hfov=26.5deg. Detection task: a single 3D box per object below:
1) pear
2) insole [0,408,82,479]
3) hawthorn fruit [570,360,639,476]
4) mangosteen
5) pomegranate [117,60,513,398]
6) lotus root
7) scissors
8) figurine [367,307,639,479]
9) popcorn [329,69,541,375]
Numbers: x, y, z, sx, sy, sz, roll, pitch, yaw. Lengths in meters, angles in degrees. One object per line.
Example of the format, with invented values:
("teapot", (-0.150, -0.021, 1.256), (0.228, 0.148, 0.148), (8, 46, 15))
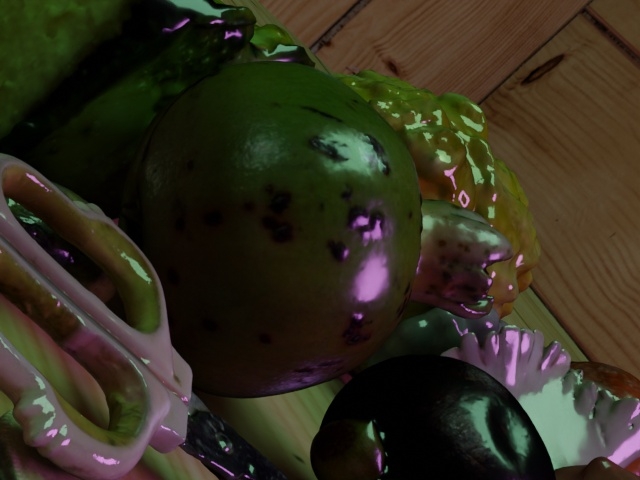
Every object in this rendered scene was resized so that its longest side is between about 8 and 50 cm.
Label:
("pear", (-0.138, -0.138, 0.841), (0.255, 0.164, 0.238), (51, 12, 28))
("insole", (-0.044, 0.158, 0.492), (0.248, 0.011, 0.081), (50, 9, 16))
("hawthorn fruit", (0.209, 0.181, 1.067), (0.173, 0.173, 0.173), (46, 10, -10))
("mangosteen", (0.047, 0.132, 0.718), (0.151, 0.137, 0.137), (-20, 63, -43))
("pomegranate", (-0.013, 0.000, 0.726), (0.210, 0.179, 0.179), (19, 29, -49))
("lotus root", (-0.131, -0.001, 0.632), (0.099, 0.049, 0.054), (37, 44, -47))
("scissors", (-0.062, 0.075, 0.586), (0.317, 0.024, 0.160), (47, 21, -26))
("figurine", (0.159, 0.196, 0.861), (0.207, 0.166, 0.387), (-1, 41, -31))
("popcorn", (0.044, -0.002, 1.036), (0.237, 0.251, 0.206), (1, 10, -30))
